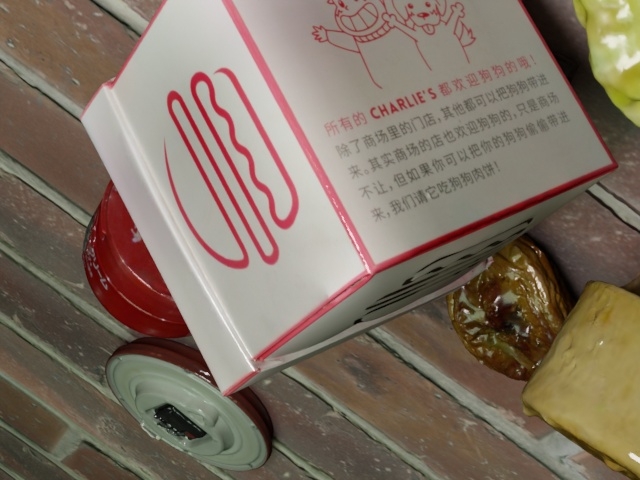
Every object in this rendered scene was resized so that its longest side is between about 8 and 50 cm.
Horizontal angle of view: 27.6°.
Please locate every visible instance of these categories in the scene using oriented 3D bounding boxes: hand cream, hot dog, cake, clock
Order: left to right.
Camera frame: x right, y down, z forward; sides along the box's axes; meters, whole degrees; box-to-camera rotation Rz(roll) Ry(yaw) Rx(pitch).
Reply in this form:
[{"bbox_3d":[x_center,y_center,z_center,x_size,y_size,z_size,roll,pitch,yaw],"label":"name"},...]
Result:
[{"bbox_3d":[-0.179,0.003,1.643,0.230,0.230,0.149,36,150,-4],"label":"hand cream"},{"bbox_3d":[-0.223,0.286,2.184,0.319,0.080,0.318,23,146,17],"label":"clock"},{"bbox_3d":[0.237,0.088,1.511,0.161,0.099,0.227,-10,130,48],"label":"hot dog"},{"bbox_3d":[0.398,0.109,1.235,0.332,0.321,0.332,35,178,2],"label":"cake"}]

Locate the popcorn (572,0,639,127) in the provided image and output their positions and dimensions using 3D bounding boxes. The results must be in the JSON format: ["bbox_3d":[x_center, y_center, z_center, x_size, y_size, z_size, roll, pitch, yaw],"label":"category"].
[{"bbox_3d":[0.328,-0.199,0.879,0.334,0.293,0.292,32,177,4],"label":"popcorn"}]

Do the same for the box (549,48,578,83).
[{"bbox_3d":[0.194,-0.153,1.259,0.085,0.063,0.060,29,145,7],"label":"box"}]

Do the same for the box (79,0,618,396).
[{"bbox_3d":[0.018,-0.087,1.180,0.312,0.314,0.300,62,145,9],"label":"box"}]
